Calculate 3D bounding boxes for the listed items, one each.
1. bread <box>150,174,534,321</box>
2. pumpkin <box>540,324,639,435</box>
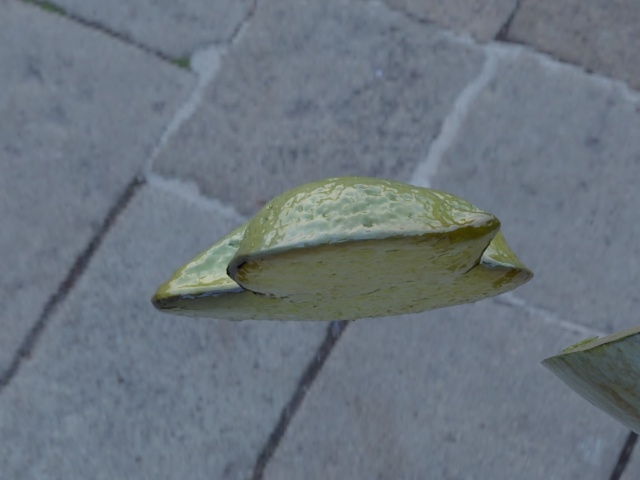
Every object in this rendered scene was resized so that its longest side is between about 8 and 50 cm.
[{"bbox_3d":[0.000,0.000,0.769,0.188,0.149,0.065,-8,78,24],"label":"bread"},{"bbox_3d":[0.219,0.059,0.692,0.217,0.217,0.110,-22,84,-12],"label":"pumpkin"}]
